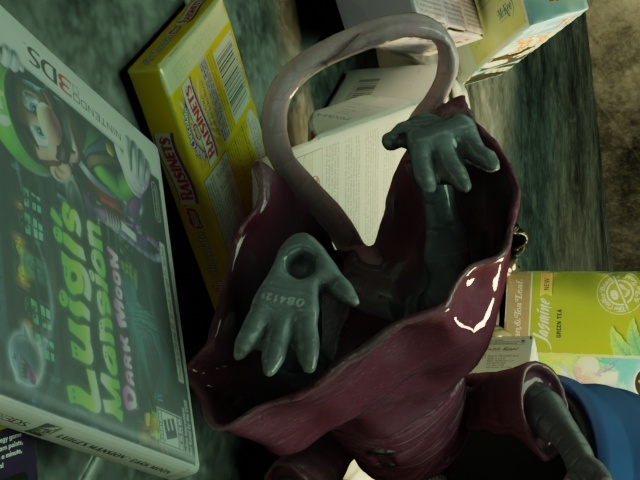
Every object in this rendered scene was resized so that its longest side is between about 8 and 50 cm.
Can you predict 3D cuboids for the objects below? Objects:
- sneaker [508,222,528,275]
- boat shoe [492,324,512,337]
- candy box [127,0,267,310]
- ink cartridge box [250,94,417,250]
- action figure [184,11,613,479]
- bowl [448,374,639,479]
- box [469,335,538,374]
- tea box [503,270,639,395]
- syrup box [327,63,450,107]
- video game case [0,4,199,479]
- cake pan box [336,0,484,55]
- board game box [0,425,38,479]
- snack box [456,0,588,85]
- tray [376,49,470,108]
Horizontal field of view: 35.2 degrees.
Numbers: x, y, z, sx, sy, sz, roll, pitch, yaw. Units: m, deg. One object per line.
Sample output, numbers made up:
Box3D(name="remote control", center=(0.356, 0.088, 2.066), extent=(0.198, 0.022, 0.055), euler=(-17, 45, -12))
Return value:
Box3D(name="sneaker", center=(0.256, -0.014, 1.419), extent=(0.063, 0.075, 0.170), euler=(64, 31, -46))
Box3D(name="boat shoe", center=(0.202, 0.195, 1.264), extent=(0.073, 0.080, 0.223), euler=(-130, -152, -57))
Box3D(name="candy box", center=(-0.062, -0.042, 0.655), extent=(0.105, 0.027, 0.206), euler=(-63, 146, -49))
Box3D(name="ink cartridge box", center=(0.000, 0.000, 0.746), extent=(0.224, 0.056, 0.181), euler=(-26, 121, -51))
Box3D(name="action figure", center=(0.029, 0.090, 0.662), extent=(0.370, 0.248, 0.276), euler=(71, 3, -55))
Box3D(name="bowl", center=(0.125, 0.276, 0.751), extent=(0.391, 0.077, 0.391), euler=(-59, -171, 15))
Box3D(name="box", center=(0.186, 0.180, 1.147), extent=(0.072, 0.126, 0.137), euler=(-69, 150, -49))
Box3D(name="tea box", center=(0.481, 0.192, 1.637), extent=(0.329, 0.323, 0.220), euler=(41, 51, -63))
Box3D(name="syrup box", center=(0.081, -0.036, 0.935), extent=(0.093, 0.096, 0.237), euler=(-63, 145, -49))
Box3D(name="video game case", center=(-0.112, 0.002, 0.459), extent=(0.173, 0.022, 0.190), euler=(46, 29, -60))
Box3D(name="cake pan box", center=(0.056, -0.286, 0.870), extent=(0.267, 0.070, 0.246), euler=(-25, 97, -68))
Box3D(name="board game box", center=(-0.165, 0.126, 0.346), extent=(0.170, 0.048, 0.141), euler=(-3, 88, -69))
Box3D(name="snack box", center=(0.168, -0.275, 1.011), extent=(0.322, 0.060, 0.187), euler=(176, -103, -87))
Box3D(name="tray", center=(0.127, -0.069, 1.026), extent=(0.145, 0.030, 0.270), euler=(43, -25, 53))
